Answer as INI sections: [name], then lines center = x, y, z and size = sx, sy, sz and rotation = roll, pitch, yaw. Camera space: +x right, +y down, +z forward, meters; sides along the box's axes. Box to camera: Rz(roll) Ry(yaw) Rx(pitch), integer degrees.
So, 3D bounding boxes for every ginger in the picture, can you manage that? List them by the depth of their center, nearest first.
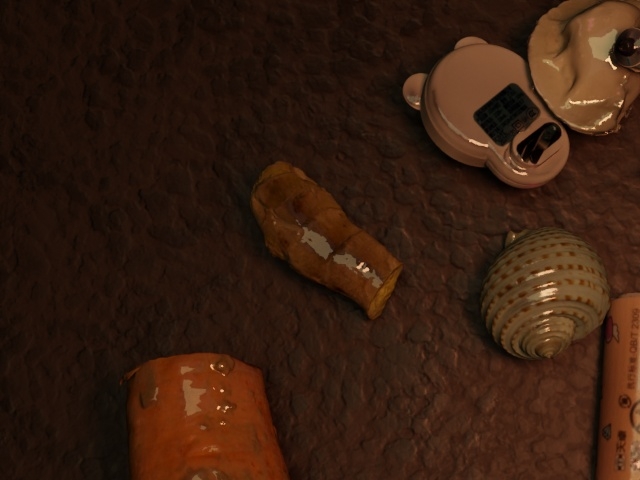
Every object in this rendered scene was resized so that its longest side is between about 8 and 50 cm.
[ginger]
center = 0.000, 0.000, 1.576
size = 0.263, 0.116, 0.109
rotation = 42, 127, 11

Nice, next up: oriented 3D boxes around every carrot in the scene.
[carrot]
center = -0.145, 0.330, 1.465
size = 0.224, 0.224, 0.341
rotation = -10, 69, 7

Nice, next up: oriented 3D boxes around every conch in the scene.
[conch]
center = 0.291, 0.061, 1.488
size = 0.172, 0.131, 0.200
rotation = -25, 71, 23

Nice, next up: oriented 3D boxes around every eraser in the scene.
[eraser]
center = 0.456, 0.221, 1.453
size = 0.171, 0.087, 0.290
rotation = 4, 76, 13

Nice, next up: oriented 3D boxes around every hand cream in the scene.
[hand cream]
center = 0.482, -0.249, 1.500
size = 0.052, 0.248, 0.075
rotation = 11, 97, 50

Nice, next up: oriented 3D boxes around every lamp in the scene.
[lamp]
center = 0.245, -0.172, 1.570
size = 0.179, 0.108, 0.246
rotation = -38, 75, -15

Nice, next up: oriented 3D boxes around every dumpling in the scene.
[dumpling]
center = 0.375, -0.263, 1.547
size = 0.172, 0.142, 0.247
rotation = 14, 63, 12
